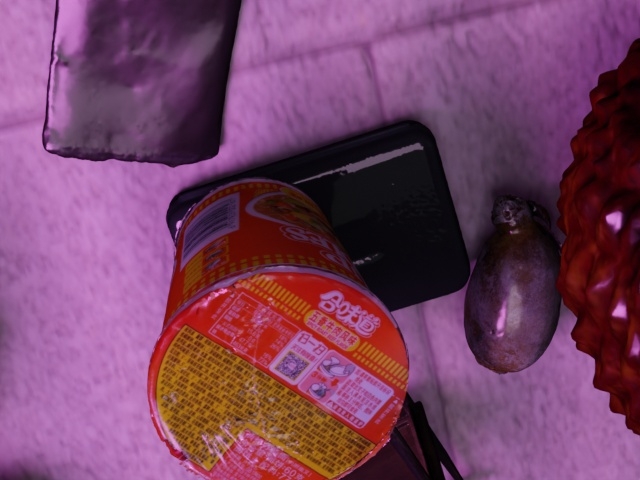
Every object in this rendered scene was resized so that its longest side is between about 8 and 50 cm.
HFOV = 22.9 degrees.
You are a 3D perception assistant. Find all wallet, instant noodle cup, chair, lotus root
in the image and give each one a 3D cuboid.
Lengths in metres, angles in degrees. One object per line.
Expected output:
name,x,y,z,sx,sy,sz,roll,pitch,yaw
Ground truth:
wallet,-0.131,-0.191,1.214,0.146,0.030,0.285,4,117,-13
instant noodle cup,-0.042,0.055,1.187,0.193,0.212,0.193,-3,117,-6
chair,0.031,0.204,1.348,0.154,0.141,0.260,-28,125,10
lotus root,0.167,0.040,1.339,0.088,0.088,0.165,3,108,-10

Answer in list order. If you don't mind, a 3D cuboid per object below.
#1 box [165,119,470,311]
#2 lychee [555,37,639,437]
box,0.000,0.000,1.314,0.230,0.050,0.160,-18,117,1
lychee,0.371,-0.012,1.160,0.424,0.424,0.500,-24,131,4
